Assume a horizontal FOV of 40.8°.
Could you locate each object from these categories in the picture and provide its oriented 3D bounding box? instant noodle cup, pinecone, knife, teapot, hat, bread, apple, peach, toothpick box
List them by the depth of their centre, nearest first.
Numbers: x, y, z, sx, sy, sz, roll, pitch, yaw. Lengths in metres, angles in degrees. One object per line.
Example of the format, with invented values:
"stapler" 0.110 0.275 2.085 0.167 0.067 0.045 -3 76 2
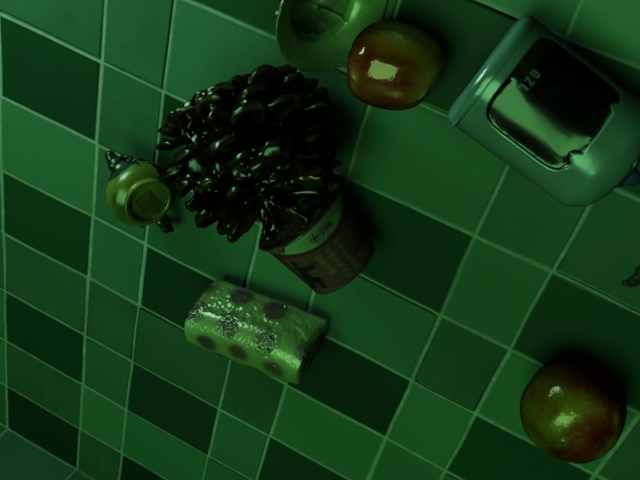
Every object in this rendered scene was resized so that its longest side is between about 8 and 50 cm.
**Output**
"toothpick box" 0.435 -0.213 1.572 0.355 0.263 0.263 37 132 1
"apple" 0.148 -0.340 1.682 0.199 0.199 0.199 15 127 21
"hat" -0.007 -0.470 1.685 0.130 0.257 0.257 47 141 38
"knife" 0.659 0.015 1.728 0.046 0.021 0.222 22 130 19
"pinecone" -0.144 -0.170 1.793 0.398 0.397 0.397 15 127 21
"peach" 0.559 0.377 1.908 0.231 0.231 0.230 15 127 21
"instant noodle cup" 0.000 0.000 1.973 0.235 0.234 0.178 -21 119 38
"teapot" -0.465 -0.124 2.204 0.182 0.173 0.269 40 167 46
"bread" -0.164 0.232 2.240 0.338 0.187 0.155 20 135 17
